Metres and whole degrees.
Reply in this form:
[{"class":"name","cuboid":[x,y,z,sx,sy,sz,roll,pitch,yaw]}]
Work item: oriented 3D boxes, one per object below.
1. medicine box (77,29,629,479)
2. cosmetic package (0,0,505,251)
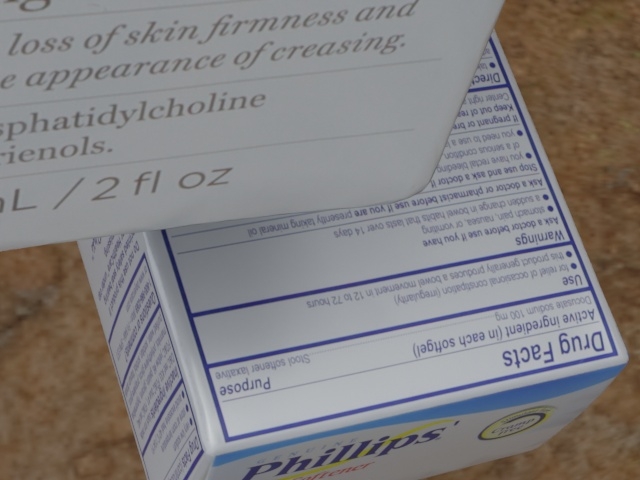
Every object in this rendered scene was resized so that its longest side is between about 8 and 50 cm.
[{"class":"medicine box","cuboid":[0.000,0.000,1.033,0.149,0.264,0.289,121,134,-59]},{"class":"cosmetic package","cuboid":[-0.106,-0.239,0.702,0.393,0.329,0.327,109,145,-49]}]
